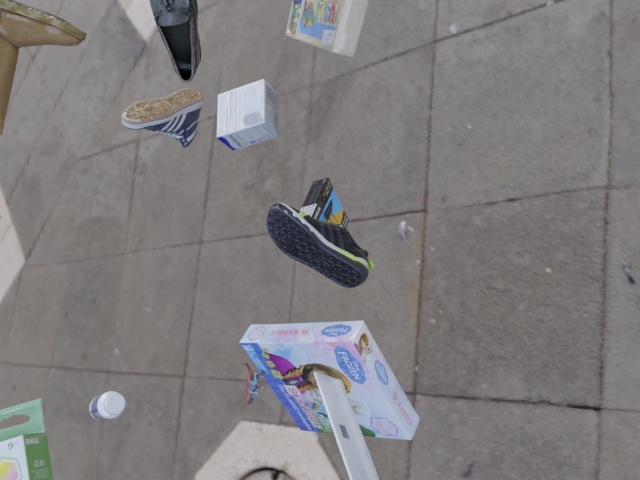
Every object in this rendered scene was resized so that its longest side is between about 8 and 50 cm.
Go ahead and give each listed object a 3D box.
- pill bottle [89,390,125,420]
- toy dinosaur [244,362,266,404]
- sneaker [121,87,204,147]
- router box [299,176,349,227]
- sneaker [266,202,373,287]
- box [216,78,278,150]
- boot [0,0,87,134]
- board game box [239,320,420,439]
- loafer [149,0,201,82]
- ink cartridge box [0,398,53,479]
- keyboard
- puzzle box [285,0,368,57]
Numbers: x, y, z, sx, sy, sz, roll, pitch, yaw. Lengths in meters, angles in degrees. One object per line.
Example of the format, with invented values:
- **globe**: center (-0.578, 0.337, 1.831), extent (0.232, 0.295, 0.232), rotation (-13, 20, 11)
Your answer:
- **pill bottle**: center (-0.526, 0.410, 1.648), extent (0.120, 0.067, 0.067), rotation (-29, 60, 53)
- **toy dinosaur**: center (-0.153, 0.325, 1.484), extent (0.090, 0.047, 0.082), rotation (37, 99, -3)
- **sneaker**: center (-0.454, -0.332, 1.922), extent (0.099, 0.282, 0.153), rotation (36, 132, 20)
- **router box**: center (0.007, -0.043, 1.537), extent (0.046, 0.133, 0.179), rotation (-13, 32, 25)
- **sneaker**: center (0.000, 0.000, 1.264), extent (0.084, 0.235, 0.097), rotation (-40, 18, 38)
- **box**: center (-0.177, -0.303, 1.613), extent (0.137, 0.072, 0.126), rotation (-12, 65, 23)
- **boot**: center (-0.626, -0.343, 1.342), extent (0.089, 0.236, 0.269), rotation (-125, 54, -67)
- **board game box**: center (0.020, 0.319, 1.509), extent (0.318, 0.318, 0.066), rotation (-8, 35, 37)
- **loafer**: center (-0.303, -0.459, 1.410), extent (0.096, 0.267, 0.084), rotation (-9, 51, -1)
- **ink cartridge box**: center (-0.473, 0.356, 1.007), extent (0.109, 0.062, 0.209), rotation (-18, 74, 9)
- **keyboard**: center (0.048, 0.345, 1.188), extent (0.014, 0.072, 0.256), rotation (-49, 41, 24)
- **puzzle box**: center (0.022, -0.570, 1.479), extent (0.409, 0.052, 0.272), rotation (-129, 51, -63)
